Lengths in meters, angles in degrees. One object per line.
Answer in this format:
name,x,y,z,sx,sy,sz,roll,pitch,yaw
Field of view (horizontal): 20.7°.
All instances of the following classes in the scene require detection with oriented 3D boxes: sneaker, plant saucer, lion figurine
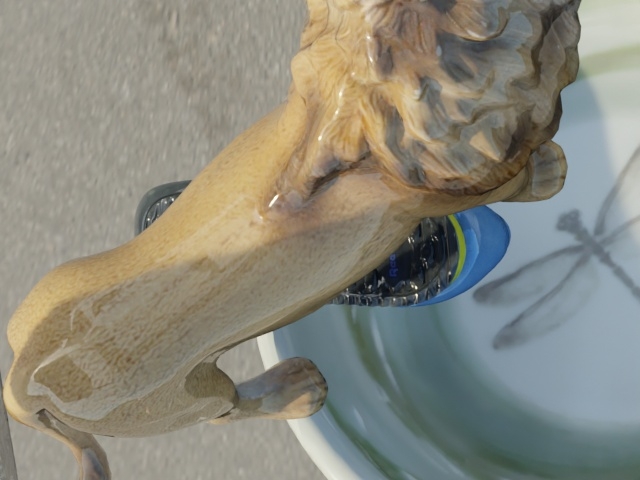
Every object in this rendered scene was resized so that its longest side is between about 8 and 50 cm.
sneaker,0.000,0.000,0.933,0.209,0.082,0.069,2,98,30
plant saucer,0.163,0.009,0.988,0.400,0.401,0.100,-20,153,10
lion figurine,-0.025,-0.005,0.762,0.142,0.240,0.392,44,102,15

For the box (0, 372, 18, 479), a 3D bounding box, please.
box,-0.268,0.144,1.217,0.093,0.156,0.158,-10,89,-3
